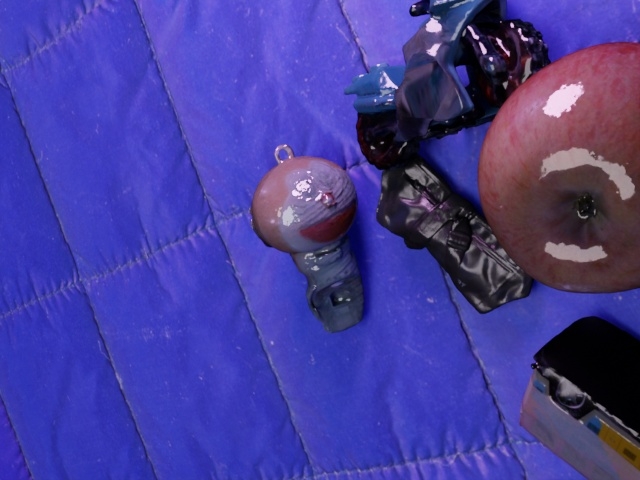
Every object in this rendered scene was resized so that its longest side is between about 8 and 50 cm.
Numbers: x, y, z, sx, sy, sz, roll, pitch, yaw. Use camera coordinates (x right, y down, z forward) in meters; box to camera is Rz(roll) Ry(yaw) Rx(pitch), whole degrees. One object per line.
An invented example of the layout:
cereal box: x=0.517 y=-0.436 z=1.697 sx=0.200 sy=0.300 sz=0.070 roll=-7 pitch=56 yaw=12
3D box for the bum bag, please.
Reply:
bum bag: x=0.206 y=-0.007 z=1.905 sx=0.310 sy=0.074 sz=0.137 roll=44 pitch=120 yaw=22

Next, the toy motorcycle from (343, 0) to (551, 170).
toy motorcycle: x=0.175 y=-0.258 z=1.796 sx=0.416 sy=0.172 sz=0.232 roll=-25 pitch=79 yaw=55

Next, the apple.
apple: x=0.366 y=-0.081 z=1.551 sx=0.344 sy=0.269 sz=0.345 roll=11 pitch=139 yaw=10

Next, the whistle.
whistle: x=0.000 y=0.000 z=2.036 sx=0.189 sy=0.189 sz=0.348 roll=-5 pitch=113 yaw=44

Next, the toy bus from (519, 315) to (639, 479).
toy bus: x=0.470 y=0.292 z=1.713 sx=0.386 sy=0.171 sz=0.162 roll=38 pitch=137 yaw=26
